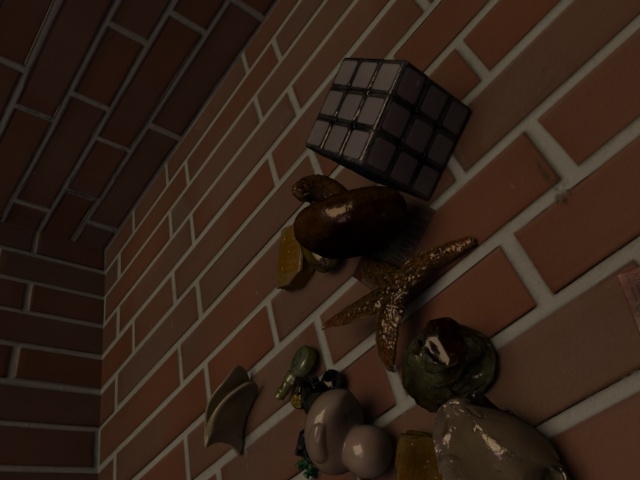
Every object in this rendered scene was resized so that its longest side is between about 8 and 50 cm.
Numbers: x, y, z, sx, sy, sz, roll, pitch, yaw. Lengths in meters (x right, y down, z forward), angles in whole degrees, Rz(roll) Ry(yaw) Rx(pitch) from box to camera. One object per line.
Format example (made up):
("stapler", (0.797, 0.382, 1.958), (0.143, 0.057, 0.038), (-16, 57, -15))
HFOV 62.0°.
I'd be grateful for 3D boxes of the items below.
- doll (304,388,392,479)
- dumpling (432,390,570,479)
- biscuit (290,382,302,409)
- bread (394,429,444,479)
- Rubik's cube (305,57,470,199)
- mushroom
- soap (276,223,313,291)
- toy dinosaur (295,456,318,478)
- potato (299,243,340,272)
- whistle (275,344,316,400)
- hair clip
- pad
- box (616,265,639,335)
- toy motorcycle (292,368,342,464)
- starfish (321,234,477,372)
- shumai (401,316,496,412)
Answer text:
("doll", (0.081, 0.513, 1.389), (0.221, 0.221, 0.250), (-12, 91, 49))
("dumpling", (0.366, 0.446, 1.090), (0.293, 0.163, 0.204), (31, 131, 27))
("biscuit", (-0.065, 0.499, 1.711), (0.084, 0.023, 0.083), (-26, 54, 42))
("bread", (0.256, 0.518, 1.234), (0.196, 0.102, 0.138), (-9, 63, 51))
("Rubik's cube", (0.192, -0.330, 1.561), (0.301, 0.305, 0.303), (31, 100, 54))
("mushroom", (0.087, -0.051, 1.535), (0.345, 0.346, 0.238), (18, 98, 54))
("soap", (-0.087, 0.058, 1.914), (0.140, 0.073, 0.231), (-21, 58, 47))
("toy dinosaur", (-0.021, 0.640, 1.569), (0.096, 0.059, 0.132), (-55, 46, 4))
("potato", (0.000, 0.000, 1.794), (0.150, 0.113, 0.251), (-25, 47, 16))
("whistle", (-0.077, 0.431, 1.719), (0.198, 0.057, 0.104), (-59, 18, 3))
("hair clip", (-0.314, 0.589, 1.878), (0.113, 0.173, 0.281), (10, 71, 45))
("pad", (0.214, 0.014, 1.612), (0.202, 0.005, 0.299), (34, 100, 53))
("box", (0.637, 0.114, 0.988), (0.111, 0.060, 0.156), (-32, 51, 37))
("toy motorcycle", (-0.019, 0.510, 1.576), (0.159, 0.106, 0.270), (-3, 64, 47))
("starfish", (0.199, 0.153, 1.472), (0.384, 0.132, 0.397), (4, 74, 55))
("shumai", (0.258, 0.284, 1.266), (0.272, 0.204, 0.222), (-46, 41, 33))
